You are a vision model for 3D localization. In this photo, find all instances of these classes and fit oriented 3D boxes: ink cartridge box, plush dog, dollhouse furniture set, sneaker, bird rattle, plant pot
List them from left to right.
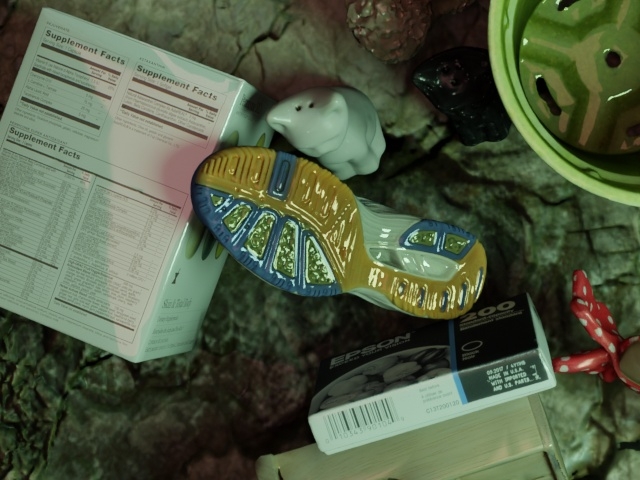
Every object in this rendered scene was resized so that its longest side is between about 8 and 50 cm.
[{"bbox_3d":[0.000,0.000,1.335,0.296,0.131,0.112,24,85,-29],"label":"sneaker"},{"bbox_3d":[0.098,0.108,1.333,0.206,0.208,0.045,-18,102,8],"label":"ink cartridge box"},{"bbox_3d":[0.116,-0.309,1.320,0.211,0.225,0.262,-4,76,2],"label":"plush dog"},{"bbox_3d":[0.121,0.351,1.263,0.256,0.362,0.394,-18,58,8],"label":"dollhouse furniture set"},{"bbox_3d":[0.270,-0.164,1.278,0.276,0.254,0.276,0,90,2],"label":"plant pot"},{"bbox_3d":[0.320,0.124,1.290,0.253,0.207,0.143,41,82,-19],"label":"bird rattle"}]

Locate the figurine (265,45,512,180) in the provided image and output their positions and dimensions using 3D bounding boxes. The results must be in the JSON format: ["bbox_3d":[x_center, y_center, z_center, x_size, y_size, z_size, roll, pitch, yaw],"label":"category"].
[{"bbox_3d":[0.064,-0.121,1.343,0.215,0.209,0.092,-14,86,9],"label":"figurine"}]

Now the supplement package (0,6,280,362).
[{"bbox_3d":[-0.184,-0.048,1.388,0.198,0.199,0.262,21,92,9],"label":"supplement package"}]
